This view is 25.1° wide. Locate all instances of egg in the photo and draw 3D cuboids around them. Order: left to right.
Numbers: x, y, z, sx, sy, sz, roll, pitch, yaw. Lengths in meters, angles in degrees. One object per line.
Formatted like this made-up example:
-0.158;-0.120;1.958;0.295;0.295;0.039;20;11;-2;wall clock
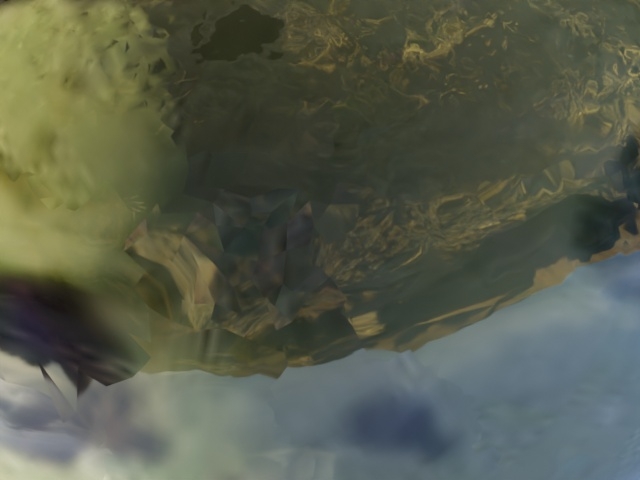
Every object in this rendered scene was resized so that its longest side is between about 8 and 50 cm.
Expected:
0.000;0.000;0.665;0.428;0.345;0.345;-7;-152;9;egg
